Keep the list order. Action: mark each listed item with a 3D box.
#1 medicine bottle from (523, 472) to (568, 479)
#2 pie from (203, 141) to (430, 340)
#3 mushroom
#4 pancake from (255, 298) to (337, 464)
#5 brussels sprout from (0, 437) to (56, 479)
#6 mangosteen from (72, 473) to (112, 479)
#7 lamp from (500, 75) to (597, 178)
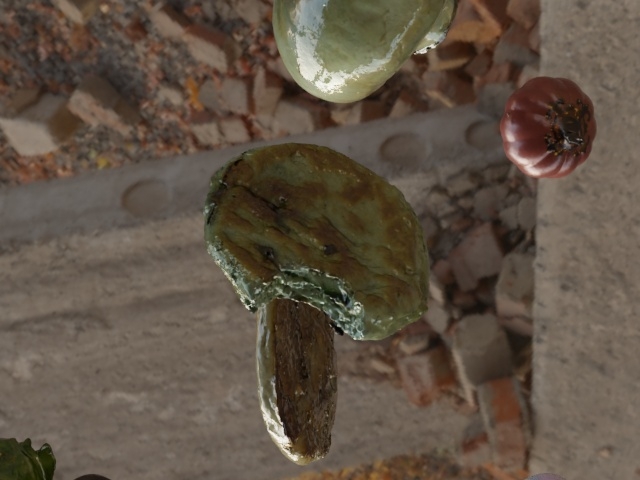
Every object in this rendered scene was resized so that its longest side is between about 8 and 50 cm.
[{"bbox_3d":[0.221,0.303,0.860,0.095,0.260,0.095,1,111,2],"label":"medicine bottle"},{"bbox_3d":[0.001,-0.005,1.131,0.303,0.302,0.067,33,129,8],"label":"pie"},{"bbox_3d":[0.069,-0.388,1.553,0.260,0.352,0.352,16,153,-30],"label":"mushroom"},{"bbox_3d":[-0.025,0.140,1.390,0.065,0.356,0.356,-5,128,16],"label":"pancake"},{"bbox_3d":[-0.500,0.375,1.506,0.139,0.181,0.100,43,133,33],"label":"brussels sprout"},{"bbox_3d":[-0.448,0.532,1.908,0.153,0.152,0.152,22,140,20],"label":"mangosteen"},{"bbox_3d":[0.401,-0.196,1.708,0.182,0.182,0.140,53,162,-18],"label":"lamp"}]
